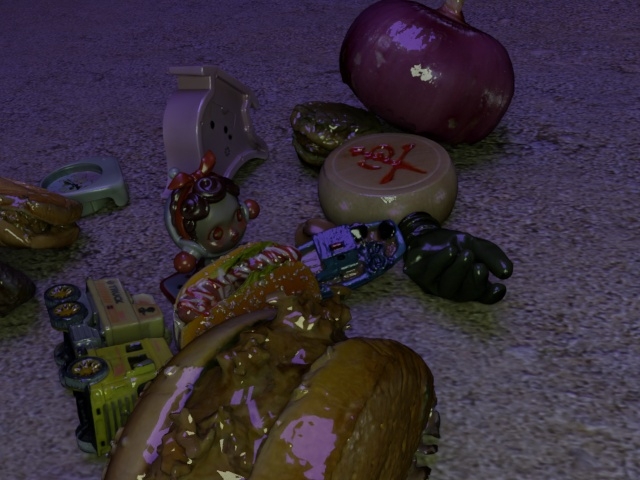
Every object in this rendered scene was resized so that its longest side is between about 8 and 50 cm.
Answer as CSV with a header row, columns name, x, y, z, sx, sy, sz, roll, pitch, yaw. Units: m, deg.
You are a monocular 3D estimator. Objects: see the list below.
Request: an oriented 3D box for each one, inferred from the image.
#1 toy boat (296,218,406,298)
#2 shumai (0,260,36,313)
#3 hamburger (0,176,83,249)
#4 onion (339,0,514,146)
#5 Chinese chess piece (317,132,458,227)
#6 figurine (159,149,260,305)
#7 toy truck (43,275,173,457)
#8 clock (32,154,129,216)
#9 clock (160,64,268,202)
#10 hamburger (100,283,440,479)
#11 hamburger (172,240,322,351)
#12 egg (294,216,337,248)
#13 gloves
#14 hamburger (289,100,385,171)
name,x,y,z,sx,sy,sz,roll,pitch,yaw
toy boat,0.017,0.031,1.011,0.223,0.097,0.100,-20,58,-1
shumai,-0.552,0.079,1.048,0.153,0.161,0.209,-49,40,-15
hamburger,-0.530,-0.049,1.179,0.214,0.108,0.214,11,5,-1
onion,0.227,-0.357,1.353,0.345,0.358,0.358,-51,44,1
Chinese chess piece,0.119,-0.101,1.208,0.251,0.097,0.251,-5,36,3
figurine,-0.166,-0.022,1.034,0.183,0.226,0.160,-26,38,-25
toy truck,-0.270,0.149,0.904,0.157,0.124,0.272,-12,30,-24
clock,-0.487,-0.101,1.348,0.191,0.062,0.151,-18,37,-14
clock,-0.200,-0.180,1.322,0.080,0.275,0.290,6,0,22
hamburger,-0.055,0.198,0.655,0.268,0.287,0.445,10,36,26
hamburger,-0.098,0.098,0.903,0.210,0.173,0.116,-29,16,-29
egg,0.000,0.000,1.110,0.083,0.071,0.071,25,44,17
gloves,0.192,0.032,0.999,0.135,0.107,0.268,-19,19,-9
hamburger,0.034,-0.208,1.377,0.206,0.130,0.183,0,32,-23
